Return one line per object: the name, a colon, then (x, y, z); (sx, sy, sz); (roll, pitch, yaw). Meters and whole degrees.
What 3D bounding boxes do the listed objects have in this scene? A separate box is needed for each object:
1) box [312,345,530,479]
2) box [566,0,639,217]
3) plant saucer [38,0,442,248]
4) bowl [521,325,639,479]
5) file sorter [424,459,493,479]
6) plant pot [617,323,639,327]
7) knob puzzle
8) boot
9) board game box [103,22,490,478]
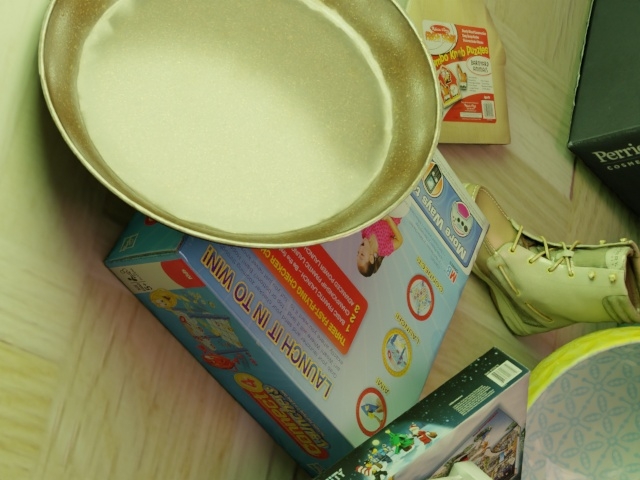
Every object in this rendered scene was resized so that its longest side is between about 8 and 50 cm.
box: (0.080, 0.212, 1.071); (0.233, 0.044, 0.159); (-31, 138, -29)
box: (0.643, -0.153, 1.548); (0.472, 0.480, 0.297); (38, 54, -33)
plant saucer: (-0.060, -0.119, 0.976); (0.311, 0.050, 0.310); (7, 59, -12)
bowl: (0.312, 0.209, 1.364); (0.156, 0.290, 0.289); (-115, 180, -70)
file sorter: (0.075, 0.345, 0.974); (0.173, 0.193, 0.277); (3, 116, -46)
plant pot: (0.476, 0.107, 1.543); (0.290, 0.290, 0.195); (12, 39, -48)
knob puzzle: (0.134, -0.196, 1.338); (0.213, 0.030, 0.213); (9, 78, -48)
boot: (0.243, 0.015, 1.328); (0.213, 0.165, 0.077); (56, 46, -31)
board game box: (0.000, 0.000, 1.107); (0.308, 0.086, 0.302); (51, 49, -32)
